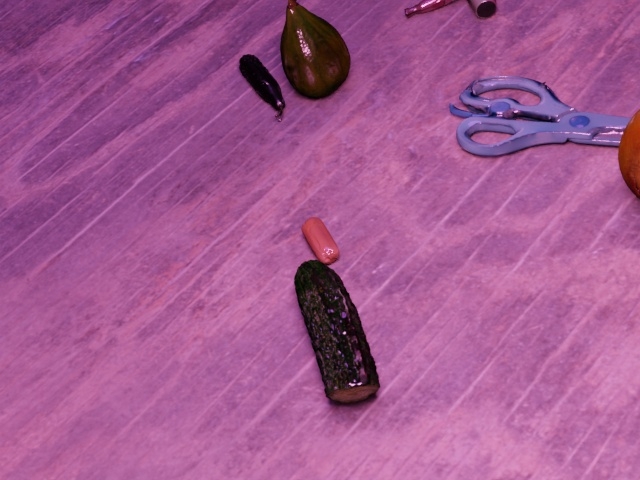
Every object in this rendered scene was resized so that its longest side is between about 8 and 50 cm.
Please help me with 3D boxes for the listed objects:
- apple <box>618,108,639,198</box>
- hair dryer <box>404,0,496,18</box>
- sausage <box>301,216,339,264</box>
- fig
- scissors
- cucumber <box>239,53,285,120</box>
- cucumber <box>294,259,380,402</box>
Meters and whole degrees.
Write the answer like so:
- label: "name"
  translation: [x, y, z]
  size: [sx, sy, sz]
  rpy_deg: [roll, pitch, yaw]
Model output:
- label: "apple"
  translation: [0.478, -0.125, 1.654]
  size: [0.146, 0.163, 0.147]
  rpy_deg: [19, 48, 8]
- label: "hair dryer"
  translation: [0.218, -0.407, 2.097]
  size: [0.154, 0.054, 0.106]
  rpy_deg: [-16, 48, 12]
- label: "sausage"
  translation: [0.000, 0.000, 1.741]
  size: [0.034, 0.034, 0.083]
  rpy_deg: [-23, 45, -9]
- label: "fig"
  translation: [-0.023, -0.316, 1.968]
  size: [0.117, 0.177, 0.117]
  rpy_deg: [-22, 33, 15]
- label: "scissors"
  translation: [0.377, -0.171, 1.820]
  size: [0.393, 0.032, 0.180]
  rpy_deg: [9, 48, 23]
- label: "cucumber"
  translation: [-0.090, -0.253, 2.016]
  size: [0.043, 0.039, 0.163]
  rpy_deg: [-41, 45, 2]
- label: "cucumber"
  translation: [0.017, 0.110, 1.597]
  size: [0.077, 0.077, 0.265]
  rpy_deg: [-16, 45, -2]
